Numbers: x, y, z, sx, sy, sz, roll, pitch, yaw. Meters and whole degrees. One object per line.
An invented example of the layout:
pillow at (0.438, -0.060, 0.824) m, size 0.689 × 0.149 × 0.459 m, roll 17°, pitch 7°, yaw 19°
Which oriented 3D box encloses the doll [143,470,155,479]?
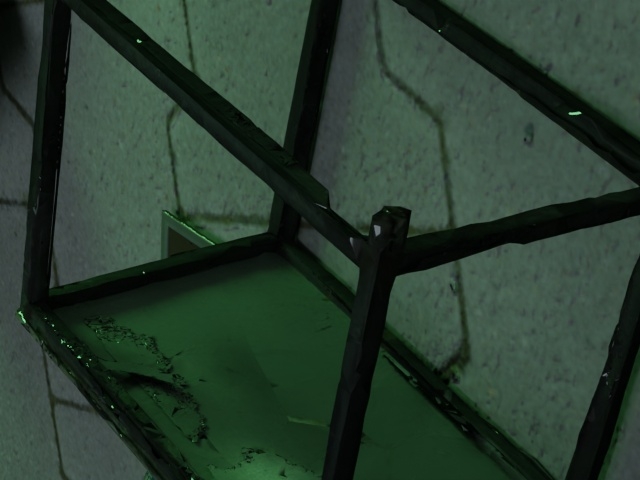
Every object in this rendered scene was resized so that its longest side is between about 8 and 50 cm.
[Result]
doll at (-0.121, 0.215, 1.445) m, size 0.076 × 0.050 × 0.083 m, roll -150°, pitch 52°, yaw -69°

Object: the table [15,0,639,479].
table at (0.000, 0.000, 1.043) m, size 0.335 × 0.222 × 0.272 m, roll 42°, pitch 132°, yaw 40°

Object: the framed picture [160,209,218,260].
framed picture at (-0.085, 0.083, 1.380) m, size 0.142 × 0.011 × 0.183 m, roll 31°, pitch 126°, yaw 47°

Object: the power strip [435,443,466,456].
power strip at (0.028, 0.187, 1.223) m, size 0.270 × 0.046 × 0.118 m, roll 0°, pitch 101°, yaw 56°
